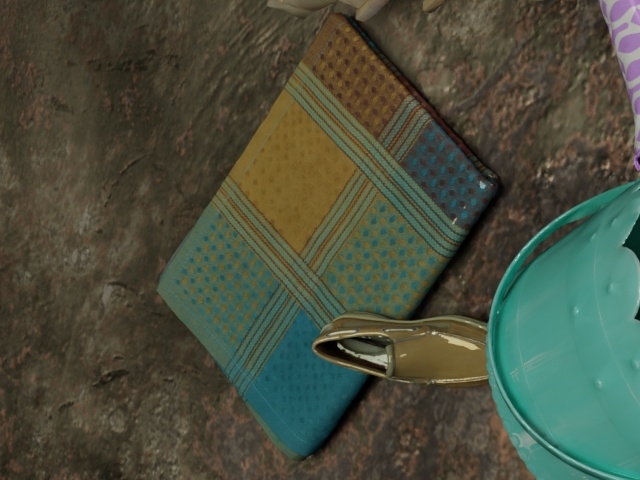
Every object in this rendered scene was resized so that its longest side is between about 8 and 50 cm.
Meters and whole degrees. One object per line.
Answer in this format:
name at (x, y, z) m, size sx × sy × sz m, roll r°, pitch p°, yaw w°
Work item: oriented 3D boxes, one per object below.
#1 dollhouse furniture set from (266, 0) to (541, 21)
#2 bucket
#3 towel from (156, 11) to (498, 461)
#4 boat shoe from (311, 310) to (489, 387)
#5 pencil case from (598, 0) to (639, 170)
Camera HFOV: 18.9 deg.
dollhouse furniture set at (0.074, -0.265, 1.730) m, size 0.355 × 0.174 × 0.303 m, roll -39°, pitch 38°, yaw 55°
bucket at (0.272, 0.085, 1.466) m, size 0.183 × 0.281 × 0.281 m, roll -36°, pitch 67°, yaw 43°
towel at (0.000, 0.000, 1.876) m, size 0.271 × 0.040 × 0.370 m, roll 51°, pitch 121°, yaw 29°
boat shoe at (0.081, 0.106, 1.750) m, size 0.190 × 0.072 × 0.068 m, roll 1°, pitch 103°, yaw 29°
pencil case at (0.270, -0.168, 1.577) m, size 0.088 × 0.086 × 0.206 m, roll -22°, pitch 76°, yaw 29°
